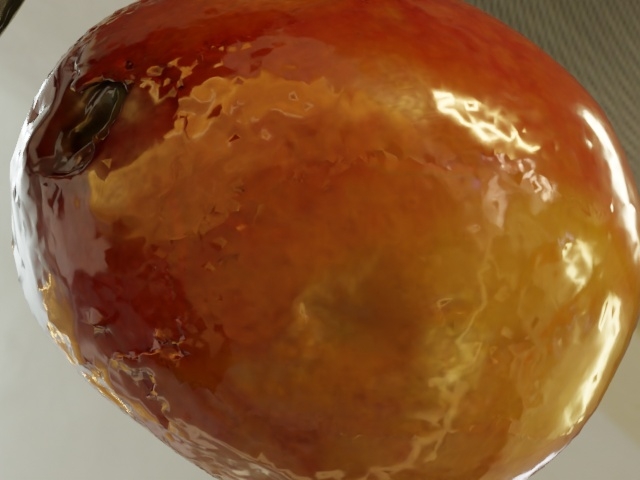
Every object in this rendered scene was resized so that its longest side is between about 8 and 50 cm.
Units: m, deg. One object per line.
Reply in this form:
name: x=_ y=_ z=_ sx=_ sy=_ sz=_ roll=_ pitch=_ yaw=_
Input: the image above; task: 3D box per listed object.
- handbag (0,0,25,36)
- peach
handbag: x=-0.155 y=-0.225 z=0.602 sx=0.088 sy=0.275 sz=0.244 roll=8 pitch=-26 yaw=41
peach: x=0.000 y=0.000 z=0.705 sx=0.281 sy=0.281 sz=0.238 roll=25 pitch=-46 yaw=-18
